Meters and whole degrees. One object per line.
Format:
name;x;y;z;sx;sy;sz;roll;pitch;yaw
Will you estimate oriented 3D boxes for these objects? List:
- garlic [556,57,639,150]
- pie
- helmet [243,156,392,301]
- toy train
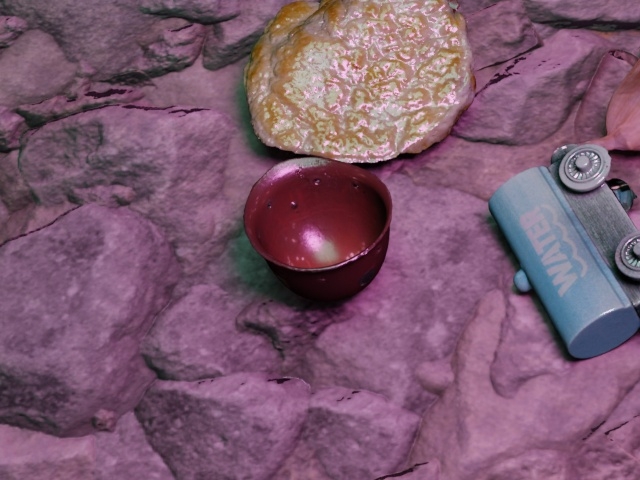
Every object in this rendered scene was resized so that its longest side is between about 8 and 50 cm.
garlic;0.368;-0.153;1.595;0.128;0.090;0.198;18;62;42
pie;0.047;-0.196;1.671;0.274;0.105;0.257;-14;59;1
helmet;0.000;0.000;1.514;0.155;0.106;0.175;-33;51;-19
toy train;0.270;0.009;1.472;0.159;0.101;0.248;-29;49;8
